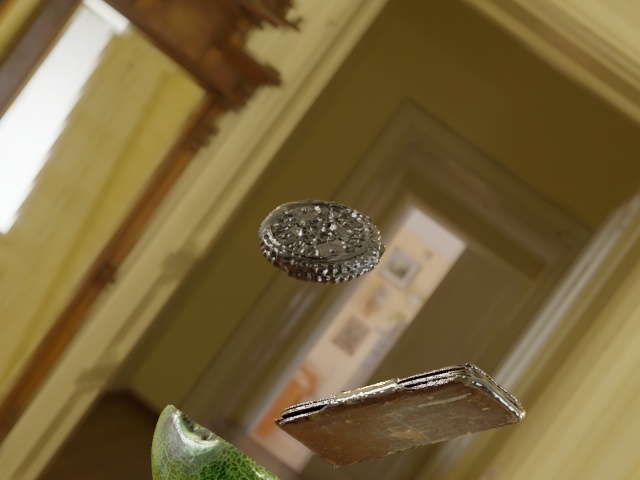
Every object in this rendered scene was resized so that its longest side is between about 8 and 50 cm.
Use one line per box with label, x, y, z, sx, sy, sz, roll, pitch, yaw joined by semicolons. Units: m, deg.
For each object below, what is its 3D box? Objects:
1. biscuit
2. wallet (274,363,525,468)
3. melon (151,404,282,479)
biscuit;0.000;0.000;2.498;0.195;0.053;0.194;4;34;-3
wallet;0.079;0.173;1.651;0.232;0.031;0.122;-17;-38;30
melon;-0.138;0.305;2.032;0.265;0.129;0.169;27;-14;40
